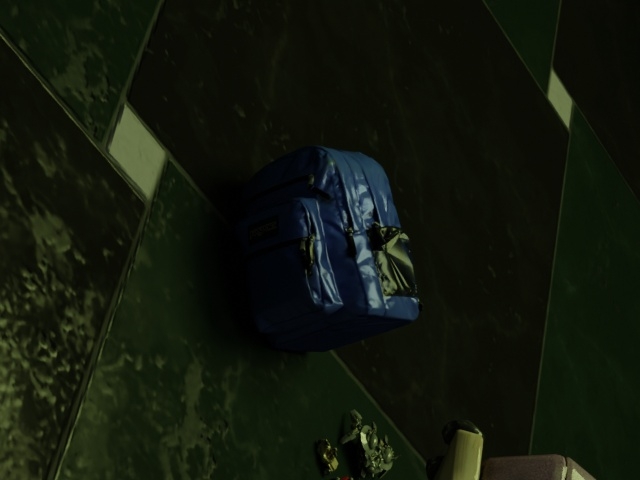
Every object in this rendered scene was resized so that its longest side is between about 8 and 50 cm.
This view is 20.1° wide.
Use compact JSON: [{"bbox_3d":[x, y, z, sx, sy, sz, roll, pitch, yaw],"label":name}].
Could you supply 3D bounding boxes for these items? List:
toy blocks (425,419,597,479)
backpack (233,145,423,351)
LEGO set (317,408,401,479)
[{"bbox_3d":[0.135,0.316,0.915,0.260,0.288,0.309,16,44,-3],"label":"toy blocks"},{"bbox_3d":[0.000,0.000,1.134,0.101,0.098,0.120,12,65,-53],"label":"backpack"},{"bbox_3d":[0.030,0.140,1.180,0.083,0.023,0.054,-37,106,-60],"label":"LEGO set"}]
